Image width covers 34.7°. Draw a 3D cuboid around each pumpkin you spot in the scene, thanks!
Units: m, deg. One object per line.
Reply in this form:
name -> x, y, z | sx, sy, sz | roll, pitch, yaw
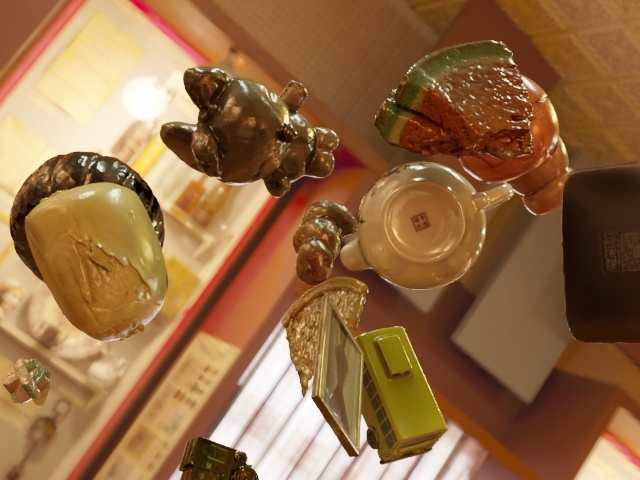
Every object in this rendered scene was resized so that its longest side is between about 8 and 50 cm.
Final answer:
pumpkin -> -0.455, -0.014, 1.941 | 0.296, 0.296, 0.296 | 33, -13, 9

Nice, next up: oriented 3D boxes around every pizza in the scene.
pizza -> -0.004, 0.185, 2.006 | 0.181, 0.262, 0.034 | -9, -39, 29

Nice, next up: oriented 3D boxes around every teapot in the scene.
teapot -> 0.184, -0.027, 1.695 | 0.166, 0.300, 0.208 | 101, -31, -70

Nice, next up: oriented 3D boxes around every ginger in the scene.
ginger -> 0.000, 0.000, 1.794 | 0.104, 0.204, 0.080 | 8, -55, 12

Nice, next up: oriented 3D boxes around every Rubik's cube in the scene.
Rubik's cube -> -0.528, 0.263, 1.875 | 0.073, 0.084, 0.075 | -1, -31, 24

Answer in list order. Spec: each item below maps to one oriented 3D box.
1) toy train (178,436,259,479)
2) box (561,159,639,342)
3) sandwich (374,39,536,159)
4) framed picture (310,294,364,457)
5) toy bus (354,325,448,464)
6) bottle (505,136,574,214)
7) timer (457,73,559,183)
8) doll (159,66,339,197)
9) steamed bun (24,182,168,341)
toy train -> -0.193, 0.462, 1.775 | 0.137, 0.225, 0.090 | 26, -33, -19
box -> 0.520, 0.017, 1.623 | 0.073, 0.290, 0.289 | 2, -5, -45
sandwich -> 0.225, -0.212, 1.597 | 0.109, 0.292, 0.212 | 109, -33, -45
framed picture -> 0.029, 0.202, 1.539 | 0.015, 0.203, 0.150 | -15, -52, 19
toy bus -> 0.146, 0.307, 2.104 | 0.262, 0.128, 0.150 | 68, -27, 26
bottle -> 0.492, -0.208, 2.451 | 0.297, 0.173, 0.206 | 55, -5, -4
timer -> 0.392, -0.238, 2.196 | 0.214, 0.230, 0.229 | 66, -14, 3
doll -> -0.193, -0.199, 2.177 | 0.379, 0.252, 0.382 | -21, -24, 35
steamed bun -> -0.321, 0.030, 1.575 | 0.232, 0.166, 0.273 | 60, 2, 10
